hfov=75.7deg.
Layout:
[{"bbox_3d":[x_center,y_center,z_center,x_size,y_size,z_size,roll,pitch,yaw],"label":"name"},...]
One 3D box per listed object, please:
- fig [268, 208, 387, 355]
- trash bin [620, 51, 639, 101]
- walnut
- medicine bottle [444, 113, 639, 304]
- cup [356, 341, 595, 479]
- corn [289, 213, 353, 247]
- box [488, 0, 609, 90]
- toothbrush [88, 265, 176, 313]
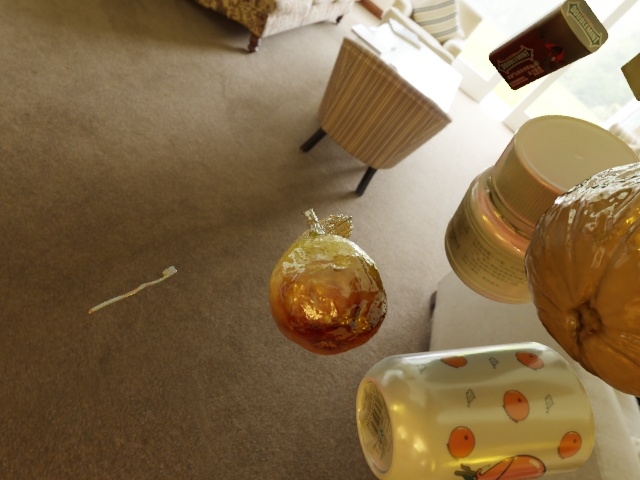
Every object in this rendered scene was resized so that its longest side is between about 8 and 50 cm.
[{"bbox_3d":[-0.001,0.040,0.598,0.159,0.159,0.257,16,38,-28],"label":"fig"},{"bbox_3d":[0.662,-0.333,0.835,0.043,0.061,0.092,9,64,-16],"label":"trash bin"},{"bbox_3d":[0.300,0.026,0.346,0.228,0.228,0.228,22,42,-22],"label":"walnut"},{"bbox_3d":[0.383,-0.046,0.749,0.241,0.302,0.241,3,56,-4],"label":"medicine bottle"},{"bbox_3d":[0.230,0.282,0.673,0.318,0.212,0.212,1,51,-16],"label":"cup"},{"bbox_3d":[-0.004,-0.002,1.206,0.102,0.102,0.313,47,35,8],"label":"corn"},{"bbox_3d":[0.476,-0.414,0.884,0.069,0.224,0.120,-46,102,-8],"label":"box"},{"bbox_3d":[-0.401,0.106,0.887,0.193,0.013,0.019,-30,106,-32],"label":"toothbrush"}]
